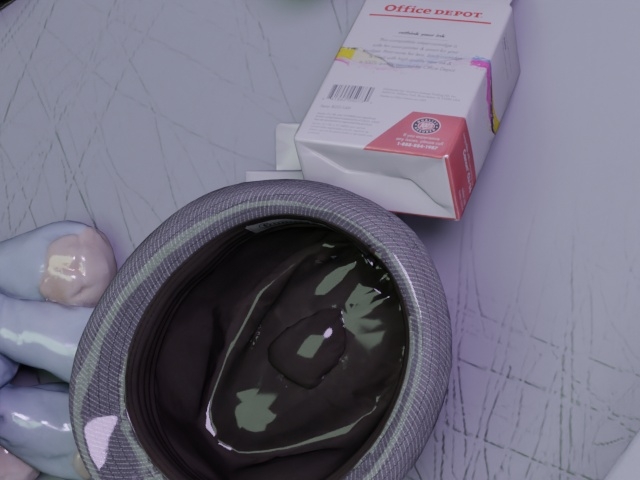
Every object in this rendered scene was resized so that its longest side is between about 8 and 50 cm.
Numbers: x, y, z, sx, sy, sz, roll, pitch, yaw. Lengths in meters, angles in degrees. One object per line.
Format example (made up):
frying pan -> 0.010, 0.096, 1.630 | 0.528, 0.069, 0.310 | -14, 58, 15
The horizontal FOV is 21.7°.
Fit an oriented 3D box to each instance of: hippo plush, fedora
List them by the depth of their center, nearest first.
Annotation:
fedora -> -0.029, 0.089, 1.171 | 0.243, 0.124, 0.275 | 39, 97, 14
hippo plush -> -0.292, 0.074, 1.288 | 0.234, 0.236, 0.294 | -38, 77, 19

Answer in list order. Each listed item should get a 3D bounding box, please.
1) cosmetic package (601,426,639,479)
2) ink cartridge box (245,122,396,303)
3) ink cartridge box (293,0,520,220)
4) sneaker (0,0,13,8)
cosmetic package -> 0.275, 0.133, 0.942 | 0.161, 0.230, 0.453 | 41, 140, 18
ink cartridge box -> 0.000, 0.000, 1.258 | 0.104, 0.061, 0.181 | 0, 91, 22
ink cartridge box -> 0.072, -0.111, 1.192 | 0.115, 0.067, 0.198 | 8, 50, 22
sneaker -> -0.247, -0.281, 1.356 | 0.222, 0.083, 0.118 | -41, 80, 28
